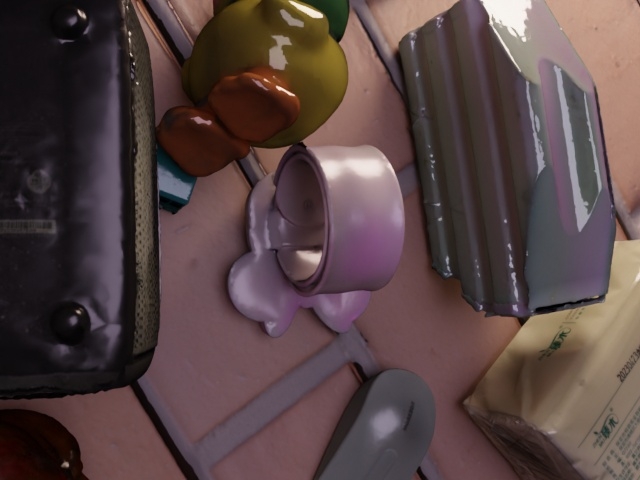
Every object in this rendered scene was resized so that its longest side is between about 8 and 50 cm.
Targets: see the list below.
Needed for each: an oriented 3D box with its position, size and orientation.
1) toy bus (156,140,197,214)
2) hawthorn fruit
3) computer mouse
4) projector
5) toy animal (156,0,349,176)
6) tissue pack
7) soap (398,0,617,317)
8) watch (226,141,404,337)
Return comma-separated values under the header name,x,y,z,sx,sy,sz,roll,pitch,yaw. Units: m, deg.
name,x,y,z,sx,sy,sz,roll,pitch,yaw
toy bus,-0.235,-0.099,0.930,0.160,0.092,0.079,22,74,-21
hawthorn fruit,-0.375,0.288,0.770,0.261,0.224,0.224,-13,90,-2
computer mouse,0.082,0.289,1.046,0.128,0.079,0.230,29,77,-17
projector,-0.365,-0.047,0.732,0.396,0.242,0.404,-1,86,-7
toy animal,-0.059,-0.231,0.948,0.191,0.216,0.338,37,47,-29
tissue pack,0.445,0.224,1.145,0.380,0.207,0.297,-45,105,-22
soap,0.264,-0.118,1.070,0.156,0.261,0.445,-6,86,-28
watch,0.000,0.000,0.959,0.211,0.217,0.248,-2,85,-25
